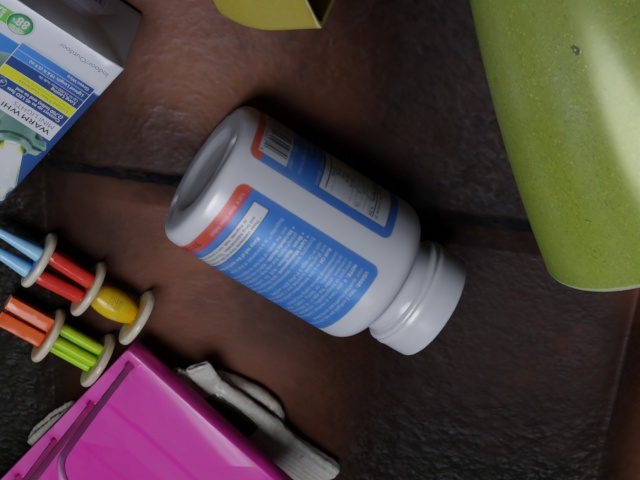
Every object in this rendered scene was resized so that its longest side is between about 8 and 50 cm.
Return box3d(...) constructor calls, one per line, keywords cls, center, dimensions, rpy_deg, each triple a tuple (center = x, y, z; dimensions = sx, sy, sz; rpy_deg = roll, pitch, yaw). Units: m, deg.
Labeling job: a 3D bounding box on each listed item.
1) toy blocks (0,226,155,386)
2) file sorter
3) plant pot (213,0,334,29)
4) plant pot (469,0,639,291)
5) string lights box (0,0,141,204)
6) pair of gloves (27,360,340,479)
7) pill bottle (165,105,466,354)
box3d(cls="toy blocks", center=(-0.234, 0.051, 1.547), dimensions=(0.148, 0.054, 0.123), rpy_deg=(32, 128, -17))
box3d(cls="file sorter", center=(-0.200, 0.277, 1.589), dimensions=(0.202, 0.182, 0.291), rpy_deg=(42, 126, -5))
box3d(cls="plant pot", center=(-0.040, -0.199, 1.286), dimensions=(0.083, 0.081, 0.081), rpy_deg=(-7, 130, 28))
box3d(cls="plant pot", center=(0.207, -0.163, 1.180), dimensions=(0.275, 0.275, 0.293), rpy_deg=(-22, 108, 26))
box3d(cls="string lights box", center=(-0.268, -0.112, 1.397), dimensions=(0.133, 0.076, 0.260), rpy_deg=(33, 128, -20))
box3d(cls="pair of gloves", center=(-0.131, 0.205, 1.671), dimensions=(0.240, 0.042, 0.204), rpy_deg=(-26, 122, 29))
box3d(cls="pill bottle", center=(0.000, 0.000, 1.418), dimensions=(0.221, 0.124, 0.124), rpy_deg=(32, 128, -17))
